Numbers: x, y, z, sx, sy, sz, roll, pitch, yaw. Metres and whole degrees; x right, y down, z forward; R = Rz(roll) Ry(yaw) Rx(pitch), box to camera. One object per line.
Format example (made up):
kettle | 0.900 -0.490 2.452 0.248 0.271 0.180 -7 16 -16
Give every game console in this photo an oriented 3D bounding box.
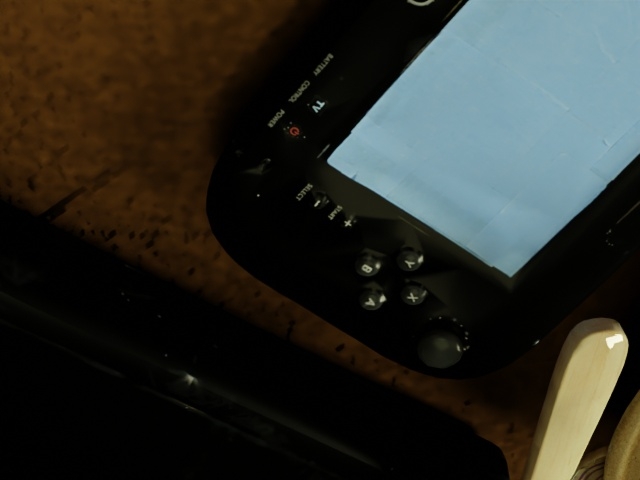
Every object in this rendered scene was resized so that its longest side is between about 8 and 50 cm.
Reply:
game console | 0.000 0.000 0.534 0.213 0.044 0.361 27 124 -25

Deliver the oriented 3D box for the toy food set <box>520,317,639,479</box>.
toy food set | 0.138 0.054 0.584 0.192 0.038 0.132 1 129 -19
